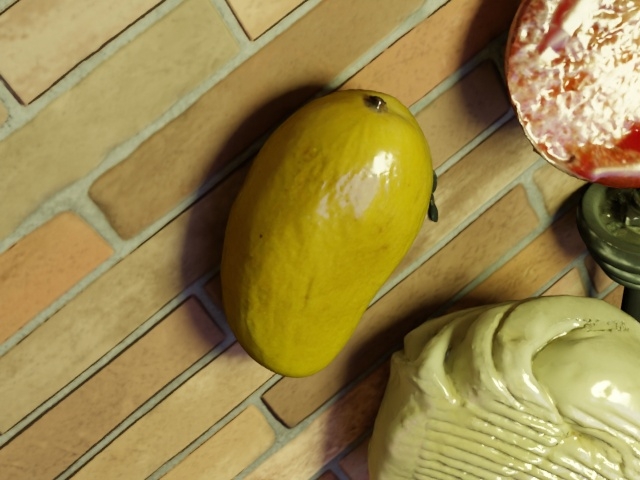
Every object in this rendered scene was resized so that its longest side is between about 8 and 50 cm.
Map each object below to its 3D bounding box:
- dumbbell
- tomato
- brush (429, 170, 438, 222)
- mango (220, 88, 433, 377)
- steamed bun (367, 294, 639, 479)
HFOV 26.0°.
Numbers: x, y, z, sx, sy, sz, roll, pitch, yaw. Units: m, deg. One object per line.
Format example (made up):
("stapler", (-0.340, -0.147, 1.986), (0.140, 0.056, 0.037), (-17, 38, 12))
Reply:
("dumbbell", (0.392, 0.083, 1.720), (0.179, 0.179, 0.406), (-22, 135, -22))
("tomato", (0.328, -0.196, 1.455), (0.309, 0.170, 0.309), (-1, 104, -4))
("brush", (0.121, -0.050, 1.529), (0.024, 0.008, 0.083), (-32, 138, -14))
("mango", (-0.006, -0.003, 1.373), (0.195, 0.142, 0.332), (8, 120, -36))
("steamed bun", (0.241, 0.200, 1.633), (0.339, 0.247, 0.352), (15, 126, 3))
